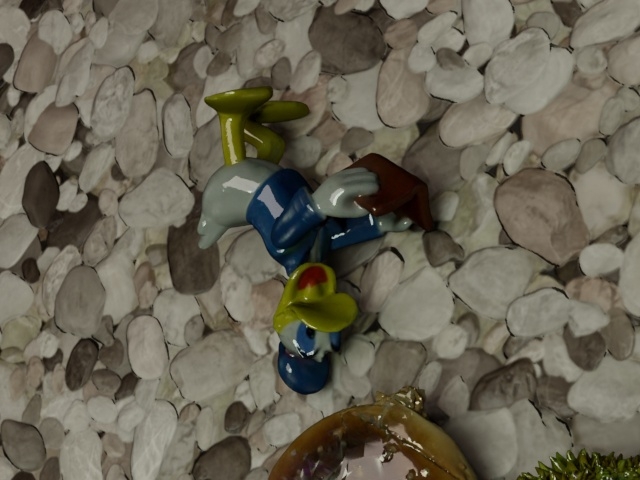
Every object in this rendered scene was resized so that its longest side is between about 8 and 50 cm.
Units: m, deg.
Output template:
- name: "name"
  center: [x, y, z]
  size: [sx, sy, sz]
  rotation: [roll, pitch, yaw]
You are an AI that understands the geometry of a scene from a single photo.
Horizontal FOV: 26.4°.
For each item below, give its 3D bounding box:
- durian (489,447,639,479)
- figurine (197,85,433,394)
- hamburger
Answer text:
- name: "durian"
  center: [0.243, 0.287, 1.218]
  size: [0.237, 0.177, 0.200]
  rotation: [-18, 79, 37]
- name: "figurine"
  center: [0.000, 0.000, 1.509]
  size: [0.284, 0.204, 0.338]
  rotation: [-4, 86, 27]
- name: "hamburger"
  center: [0.060, 0.286, 1.372]
  size: [0.243, 0.146, 0.286]
  rotation: [28, 92, 30]
